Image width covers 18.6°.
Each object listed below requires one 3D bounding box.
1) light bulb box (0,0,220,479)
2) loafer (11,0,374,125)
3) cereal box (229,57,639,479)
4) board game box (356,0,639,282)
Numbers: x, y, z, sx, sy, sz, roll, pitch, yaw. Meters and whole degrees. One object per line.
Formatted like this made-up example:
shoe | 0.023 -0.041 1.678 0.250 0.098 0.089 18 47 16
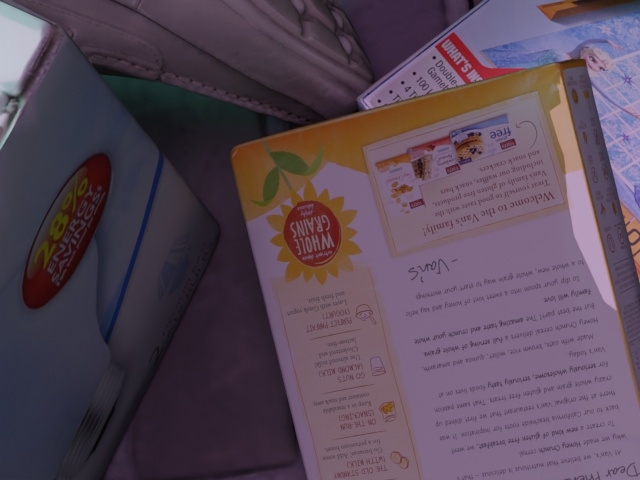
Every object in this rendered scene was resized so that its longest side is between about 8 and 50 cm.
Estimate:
light bulb box | -0.237 0.068 0.816 0.225 0.361 0.358 25 84 9
loafer | -0.108 -0.125 0.901 0.111 0.319 0.112 -44 40 24
cereal box | 0.065 0.052 0.898 0.173 0.047 0.240 -12 92 26
board game box | 0.238 -0.039 0.937 0.318 0.066 0.319 -38 79 -2
